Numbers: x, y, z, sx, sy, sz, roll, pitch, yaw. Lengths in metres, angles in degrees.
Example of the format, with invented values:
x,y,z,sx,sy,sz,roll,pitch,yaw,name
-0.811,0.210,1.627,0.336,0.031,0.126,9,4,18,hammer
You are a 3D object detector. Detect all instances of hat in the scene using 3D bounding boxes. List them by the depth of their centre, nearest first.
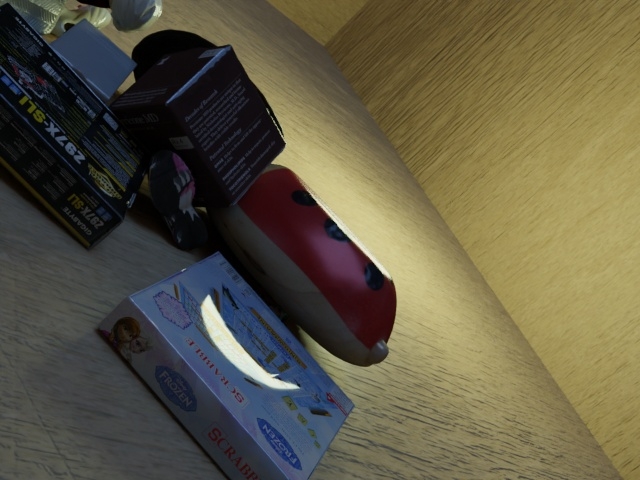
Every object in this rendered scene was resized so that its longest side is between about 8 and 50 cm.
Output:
x,y,z,sx,sy,sz,roll,pitch,yaw,name
-0.233,-0.219,1.672,0.331,0.331,0.134,41,58,-20,hat

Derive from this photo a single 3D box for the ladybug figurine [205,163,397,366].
x,y,z,sx,sy,sz,roll,pitch,yaw,name
-0.020,0.025,1.554,0.449,0.162,0.305,48,5,22,ladybug figurine

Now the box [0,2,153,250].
x,y,z,sx,sy,sz,roll,pitch,yaw,name
-0.388,-0.170,1.286,0.322,0.079,0.257,48,18,-19,box

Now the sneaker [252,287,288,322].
x,y,z,sx,sy,sz,roll,pitch,yaw,name
-0.091,0.107,1.495,0.069,0.038,0.098,53,17,17,sneaker

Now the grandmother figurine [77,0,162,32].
x,y,z,sx,sy,sz,roll,pitch,yaw,name
-0.436,-0.476,1.675,0.343,0.104,0.208,28,31,21,grandmother figurine

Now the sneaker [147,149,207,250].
x,y,z,sx,sy,sz,roll,pitch,yaw,name
-0.237,-0.068,1.433,0.077,0.072,0.178,46,-27,46,sneaker

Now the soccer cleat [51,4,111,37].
x,y,z,sx,sy,sz,roll,pitch,yaw,name
-0.461,-0.412,1.738,0.076,0.068,0.196,54,25,6,soccer cleat

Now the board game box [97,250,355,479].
x,y,z,sx,sy,sz,roll,pitch,yaw,name
-0.110,0.177,1.244,0.318,0.066,0.318,48,17,3,board game box

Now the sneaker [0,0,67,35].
x,y,z,sx,sy,sz,roll,pitch,yaw,name
-0.541,-0.433,1.444,0.148,0.131,0.350,28,-5,9,sneaker

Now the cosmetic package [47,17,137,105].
x,y,z,sx,sy,sz,roll,pitch,yaw,name
-0.399,-0.274,1.508,0.127,0.107,0.238,43,20,-15,cosmetic package

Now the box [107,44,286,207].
x,y,z,sx,sy,sz,roll,pitch,yaw,name
-0.198,-0.181,1.474,0.167,0.169,0.203,-52,126,-31,box
